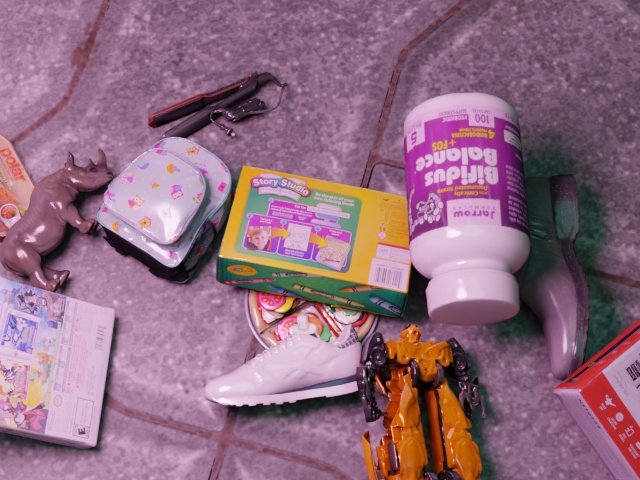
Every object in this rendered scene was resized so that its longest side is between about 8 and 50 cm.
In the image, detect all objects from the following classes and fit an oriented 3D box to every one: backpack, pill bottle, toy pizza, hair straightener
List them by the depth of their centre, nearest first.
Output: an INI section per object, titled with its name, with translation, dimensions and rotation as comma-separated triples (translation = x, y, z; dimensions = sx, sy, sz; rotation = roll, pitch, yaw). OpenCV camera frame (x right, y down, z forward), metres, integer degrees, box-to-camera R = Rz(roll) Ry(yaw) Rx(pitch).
[pill bottle]
translation = 0.205, -0.041, 1.649
dimensions = 0.169, 0.169, 0.301
rotation = -1, 69, -3
[backpack]
translation = -0.220, -0.059, 1.735
dimensions = 0.166, 0.144, 0.188
rotation = 30, 67, 15
[toy pizza]
translation = -0.012, 0.088, 1.742
dimensions = 0.201, 0.032, 0.201
rotation = 1, 68, -3
[hair straightener]
translation = -0.150, -0.198, 1.851
dimensions = 0.230, 0.047, 0.089
rotation = -24, 71, -16

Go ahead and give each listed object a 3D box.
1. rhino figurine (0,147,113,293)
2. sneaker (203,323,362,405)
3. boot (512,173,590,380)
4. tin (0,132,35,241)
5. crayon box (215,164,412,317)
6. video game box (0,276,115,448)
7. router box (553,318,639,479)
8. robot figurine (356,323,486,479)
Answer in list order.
[rhino figurine]
translation = -0.383, -0.040, 1.733
dimensions = 0.106, 0.073, 0.243
rotation = 27, 68, -2
[sneaker]
translation = -0.053, 0.180, 1.661
dimensions = 0.235, 0.090, 0.095
rotation = -8, 93, -18
[boot]
translation = 0.276, 0.056, 1.742
dimensions = 0.223, 0.118, 0.338
rotation = -2, 61, 3
[tin]
translation = -0.495, -0.084, 1.787
dimensions = 0.106, 0.040, 0.189
rotation = -29, 72, -9
[crayon box]
translation = 0.000, 0.000, 1.720
dimensions = 0.278, 0.081, 0.165
rotation = 11, 57, 2
[video game box]
translation = -0.388, 0.172, 1.632
dimensions = 0.187, 0.048, 0.205
rotation = 22, 62, -35
[router box]
translation = 0.537, 0.251, 1.623
dimensions = 0.301, 0.082, 0.335
rotation = -36, 93, -15
[robot figurine]
translation = 0.135, 0.260, 1.629
dimensions = 0.211, 0.085, 0.291
rotation = 8, 64, -32
